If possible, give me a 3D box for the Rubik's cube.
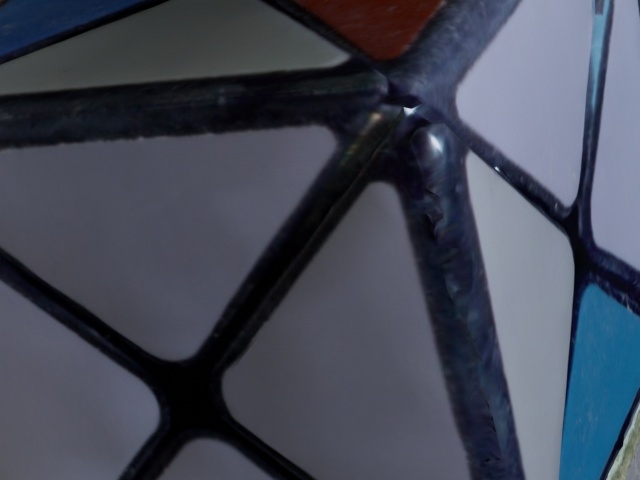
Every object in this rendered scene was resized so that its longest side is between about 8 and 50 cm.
[{"bbox_3d":[0.000,0.000,0.879,0.305,0.307,0.310,-54,137,-51],"label":"Rubik's cube"}]
